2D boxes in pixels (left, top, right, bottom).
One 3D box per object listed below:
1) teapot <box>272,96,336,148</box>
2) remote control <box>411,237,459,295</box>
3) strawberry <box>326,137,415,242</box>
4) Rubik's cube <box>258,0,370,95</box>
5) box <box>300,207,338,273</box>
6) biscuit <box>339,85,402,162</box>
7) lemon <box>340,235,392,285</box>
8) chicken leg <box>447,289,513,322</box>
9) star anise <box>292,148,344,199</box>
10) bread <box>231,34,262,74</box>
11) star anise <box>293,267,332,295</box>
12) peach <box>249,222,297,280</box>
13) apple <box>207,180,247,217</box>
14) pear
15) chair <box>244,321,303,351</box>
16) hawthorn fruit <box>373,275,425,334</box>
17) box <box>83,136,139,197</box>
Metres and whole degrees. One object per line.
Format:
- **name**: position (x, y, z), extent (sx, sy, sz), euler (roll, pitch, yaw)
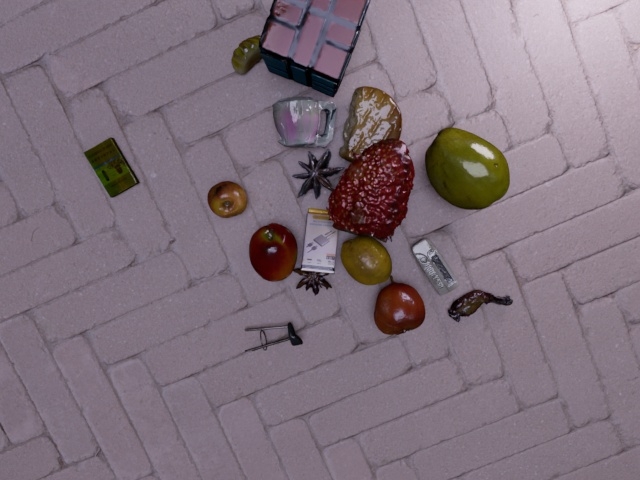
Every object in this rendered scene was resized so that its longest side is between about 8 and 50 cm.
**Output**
- **teapot**: position (-0.064, -0.418, 1.486), extent (0.164, 0.222, 0.177), euler (8, 107, 44)
- **remote control**: position (0.437, 0.099, 1.580), extent (0.090, 0.049, 0.230), euler (-34, 95, 4)
- **strawberry**: position (0.166, -0.181, 1.418), extent (0.293, 0.292, 0.342), euler (3, 115, 0)
- **Rubik's cube**: position (-0.021, -0.678, 1.361), extent (0.284, 0.288, 0.293), euler (23, 98, -5)
- **box**: position (0.000, 0.000, 1.551), extent (0.129, 0.033, 0.246), euler (5, 83, 0)
- **biscuit**: position (0.187, -0.406, 1.498), extent (0.214, 0.091, 0.273), euler (19, 95, 1)
- **lemon**: position (0.170, 0.073, 1.523), extent (0.170, 0.170, 0.207), euler (-39, 92, 5)
- **chicken leg**: position (0.619, 0.243, 1.598), extent (0.254, 0.051, 0.105), euler (-14, 103, 1)
- **star anise**: position (-0.008, -0.243, 1.532), extent (0.181, 0.061, 0.204), euler (15, 92, 11)
- **bread**: position (-0.260, -0.673, 1.470), extent (0.157, 0.094, 0.083), euler (-43, 99, 13)
- **star anise**: position (-0.028, 0.136, 1.584), extent (0.168, 0.057, 0.167), euler (0, 98, -1)
- **peach**: position (-0.175, 0.049, 1.541), extent (0.190, 0.226, 0.196), euler (-38, 58, -26)
- **apple**: position (-0.345, -0.151, 1.515), extent (0.147, 0.146, 0.146), euler (0, 97, 0)
- **pear**: position (0.505, -0.248, 1.437), extent (0.307, 0.253, 0.252), euler (39, 96, -3)
- **chair**: position (-0.184, 0.376, 1.601), extent (0.222, 0.104, 0.095), euler (-10, 80, 4)
- **hawthorn fruit**: position (0.292, 0.239, 1.550), extent (0.197, 0.196, 0.225), euler (-10, 72, 2)
- **box**: position (-0.788, -0.275, 1.552), extent (0.122, 0.030, 0.193), euler (-28, 97, 4)
